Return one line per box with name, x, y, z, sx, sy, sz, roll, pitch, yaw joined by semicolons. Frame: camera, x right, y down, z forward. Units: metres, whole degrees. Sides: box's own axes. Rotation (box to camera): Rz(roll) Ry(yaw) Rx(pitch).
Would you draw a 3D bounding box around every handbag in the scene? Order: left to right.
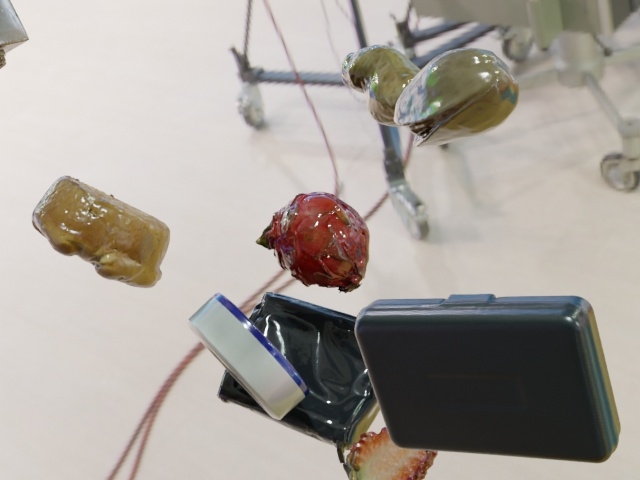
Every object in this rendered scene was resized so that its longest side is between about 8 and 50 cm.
handbag;-0.015;0.265;1.870;0.301;0.178;0.275;17;64;18

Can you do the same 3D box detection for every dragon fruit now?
dragon fruit;0.000;0.000;1.773;0.209;0.172;0.172;30;52;11

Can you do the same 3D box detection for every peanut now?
peanut;0.133;-0.315;2.001;0.137;0.122;0.253;-48;51;14

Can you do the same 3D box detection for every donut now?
donut;-0.453;-0.018;2.078;0.150;0.299;0.317;-63;22;0

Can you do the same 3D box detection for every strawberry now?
strawberry;0.132;0.358;1.568;0.208;0.087;0.167;-31;29;20

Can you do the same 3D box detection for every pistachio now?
pistachio;0.185;-0.196;1.387;0.136;0.136;0.226;-43;12;-29

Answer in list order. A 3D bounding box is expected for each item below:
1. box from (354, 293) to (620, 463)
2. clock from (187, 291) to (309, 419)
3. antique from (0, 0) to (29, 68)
box;0.151;0.128;0.918;0.230;0.160;0.050;-4;25;35
clock;-0.123;0.193;1.656;0.083;0.230;0.230;-40;40;-10
antique;-0.462;-0.250;1.188;0.146;0.148;0.152;-22;9;24
